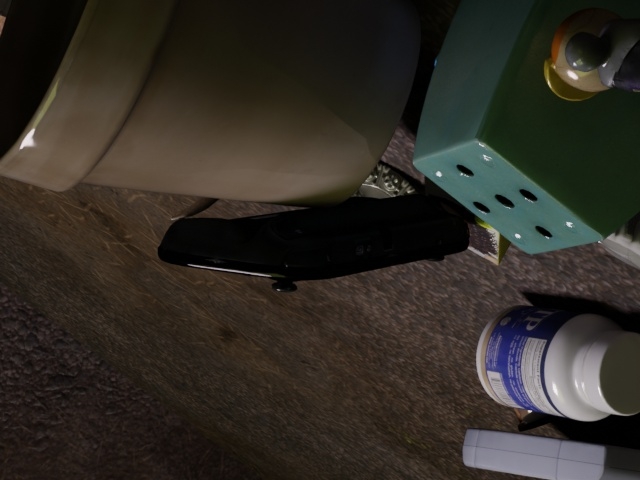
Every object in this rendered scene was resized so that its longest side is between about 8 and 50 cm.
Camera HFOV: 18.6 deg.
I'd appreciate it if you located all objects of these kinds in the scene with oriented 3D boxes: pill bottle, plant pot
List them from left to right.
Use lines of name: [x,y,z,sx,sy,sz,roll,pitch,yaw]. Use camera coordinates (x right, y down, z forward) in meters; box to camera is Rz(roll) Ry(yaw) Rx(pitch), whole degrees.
plant pot: [-0.086,-0.161,1.560,0.280,0.323,0.323,20,168,-21]
pill bottle: [0.258,0.128,2.009,0.112,0.112,0.186,42,161,-28]
plant pot: [0.175,-0.116,1.251,0.165,0.234,0.165,36,163,-14]

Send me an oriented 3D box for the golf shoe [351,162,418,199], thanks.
golf shoe: [0.043,-0.051,2.012,0.176,0.069,0.086,29,-177,22]

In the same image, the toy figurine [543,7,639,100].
toy figurine: [0.174,-0.197,1.075,0.213,0.209,0.148,43,166,-29]

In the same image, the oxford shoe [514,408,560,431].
oxford shoe: [0.253,0.174,2.259,0.212,0.076,0.076,65,-178,-74]

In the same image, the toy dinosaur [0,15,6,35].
toy dinosaur: [-0.286,-0.210,2.044,0.200,0.127,0.296,-1,132,50]

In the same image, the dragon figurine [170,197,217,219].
dragon figurine: [-0.075,-0.100,1.763,0.085,0.289,0.144,15,146,-6]

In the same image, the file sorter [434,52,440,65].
file sorter: [0.180,-0.120,1.441,0.170,0.118,0.104,32,166,3]

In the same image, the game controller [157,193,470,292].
game controller: [0.000,0.000,1.701,0.166,0.067,0.319,-3,-177,31]

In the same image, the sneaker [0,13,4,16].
sneaker: [-0.239,-0.226,1.913,0.296,0.112,0.131,28,165,20]

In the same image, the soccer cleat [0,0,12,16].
soccer cleat: [-0.250,-0.227,1.738,0.331,0.143,0.116,52,162,-3]

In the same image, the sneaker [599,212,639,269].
sneaker: [0.234,-0.036,1.597,0.281,0.105,0.115,41,161,-28]

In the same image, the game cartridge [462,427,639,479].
game cartridge: [0.301,0.260,2.283,0.196,0.060,0.294,16,172,-26]

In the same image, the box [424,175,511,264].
box: [0.143,-0.057,1.787,0.087,0.058,0.232,28,162,15]
